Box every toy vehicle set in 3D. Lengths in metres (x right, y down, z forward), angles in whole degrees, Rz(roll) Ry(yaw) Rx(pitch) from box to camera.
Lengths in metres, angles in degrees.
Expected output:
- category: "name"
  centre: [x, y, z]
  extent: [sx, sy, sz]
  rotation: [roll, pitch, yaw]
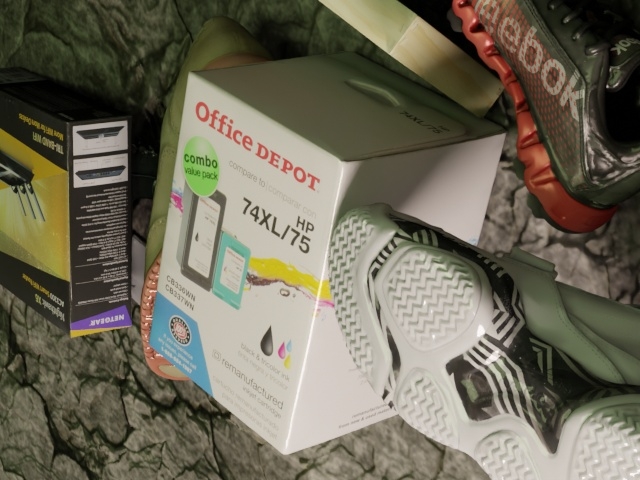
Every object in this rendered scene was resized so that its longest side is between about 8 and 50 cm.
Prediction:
- category: "toy vehicle set"
  centre: [0.020, -0.206, 1.139]
  extent: [0.267, 0.166, 0.035]
  rotation: [42, 100, 33]

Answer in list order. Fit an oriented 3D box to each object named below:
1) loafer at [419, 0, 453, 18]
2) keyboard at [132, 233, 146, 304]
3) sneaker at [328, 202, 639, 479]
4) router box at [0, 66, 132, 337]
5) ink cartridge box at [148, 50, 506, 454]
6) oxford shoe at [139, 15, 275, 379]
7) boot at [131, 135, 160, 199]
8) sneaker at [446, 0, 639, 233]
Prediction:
- category: "loafer"
  centre: [0.071, -0.253, 1.157]
  extent: [0.170, 0.062, 0.061]
  rotation: [44, 108, 27]
- category: "keyboard"
  centre: [-0.139, 0.086, 1.513]
  extent: [0.256, 0.014, 0.072]
  rotation: [38, 121, 35]
- category: "sneaker"
  centre: [0.182, 0.083, 0.998]
  extent: [0.366, 0.210, 0.137]
  rotation: [39, 127, 30]
- category: "router box"
  centre: [-0.320, -0.054, 1.590]
  extent: [0.309, 0.081, 0.243]
  rotation: [24, 118, 51]
- category: "ink cartridge box"
  centre: [0.000, 0.000, 1.190]
  extent: [0.198, 0.197, 0.270]
  rotation: [33, 123, 38]
- category: "oxford shoe"
  centre: [-0.104, -0.033, 1.379]
  extent: [0.146, 0.140, 0.397]
  rotation: [-111, 32, -50]
- category: "boot"
  centre: [-0.176, -0.049, 1.489]
  extent: [0.099, 0.045, 0.121]
  rotation: [13, 105, 45]
- category: "sneaker"
  centre: [0.181, -0.149, 1.025]
  extent: [0.135, 0.097, 0.276]
  rotation: [-29, 81, 48]
